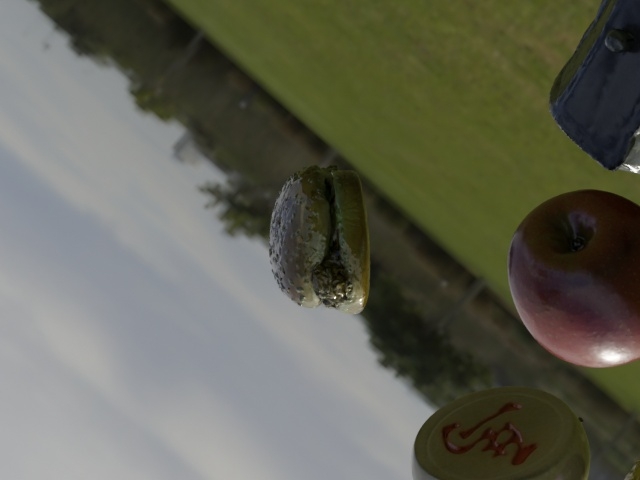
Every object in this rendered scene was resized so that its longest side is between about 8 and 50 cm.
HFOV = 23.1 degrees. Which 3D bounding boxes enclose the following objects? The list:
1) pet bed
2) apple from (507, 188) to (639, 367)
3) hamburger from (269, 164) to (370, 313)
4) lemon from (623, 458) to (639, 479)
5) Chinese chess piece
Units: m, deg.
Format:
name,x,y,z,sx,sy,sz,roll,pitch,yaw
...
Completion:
name,x,y,z,sx,sy,sz,roll,pitch,yaw
pet bed,0.348,-0.189,1.695,0.159,0.211,0.183,13,-145,-26
apple,0.291,0.040,1.642,0.181,0.181,0.168,42,167,44
hamburger,0.000,0.000,2.012,0.122,0.189,0.215,2,-162,-8
lemon,0.563,0.410,2.251,0.293,0.293,0.293,41,-179,-1
Chinese chess piece,0.268,0.326,2.328,0.273,0.273,0.102,42,151,58
